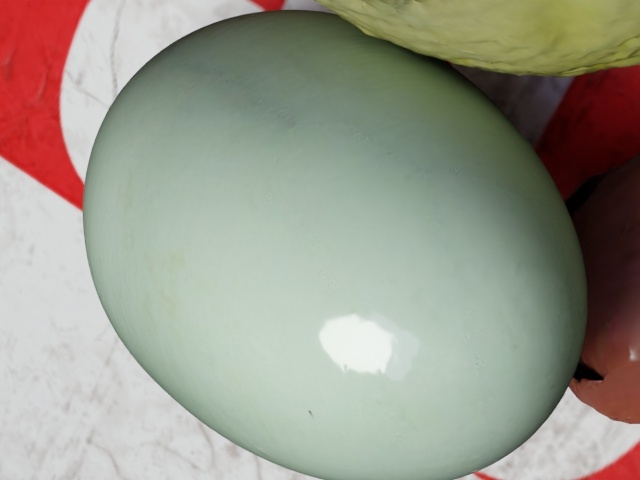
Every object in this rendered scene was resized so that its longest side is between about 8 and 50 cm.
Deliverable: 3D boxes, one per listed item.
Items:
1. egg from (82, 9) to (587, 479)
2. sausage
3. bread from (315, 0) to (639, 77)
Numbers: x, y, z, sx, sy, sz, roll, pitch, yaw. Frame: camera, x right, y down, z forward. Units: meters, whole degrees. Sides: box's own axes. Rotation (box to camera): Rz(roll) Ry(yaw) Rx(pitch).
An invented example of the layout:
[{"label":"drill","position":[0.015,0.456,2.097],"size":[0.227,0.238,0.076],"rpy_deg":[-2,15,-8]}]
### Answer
[{"label":"egg","position":[0.000,0.000,0.657],"size":[0.371,0.229,0.230],"rpy_deg":[-143,46,-58]},{"label":"sausage","position":[0.234,0.002,0.634],"size":[0.279,0.152,0.152],"rpy_deg":[-26,97,31]},{"label":"bread","position":[0.109,-0.225,0.561],"size":[0.320,0.237,0.321],"rpy_deg":[4,97,29]}]
